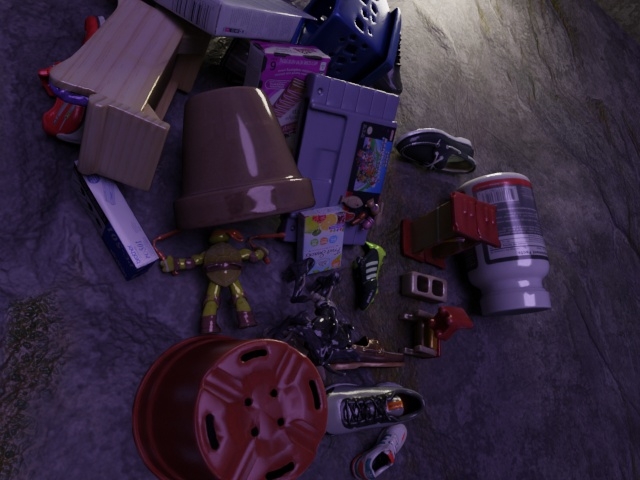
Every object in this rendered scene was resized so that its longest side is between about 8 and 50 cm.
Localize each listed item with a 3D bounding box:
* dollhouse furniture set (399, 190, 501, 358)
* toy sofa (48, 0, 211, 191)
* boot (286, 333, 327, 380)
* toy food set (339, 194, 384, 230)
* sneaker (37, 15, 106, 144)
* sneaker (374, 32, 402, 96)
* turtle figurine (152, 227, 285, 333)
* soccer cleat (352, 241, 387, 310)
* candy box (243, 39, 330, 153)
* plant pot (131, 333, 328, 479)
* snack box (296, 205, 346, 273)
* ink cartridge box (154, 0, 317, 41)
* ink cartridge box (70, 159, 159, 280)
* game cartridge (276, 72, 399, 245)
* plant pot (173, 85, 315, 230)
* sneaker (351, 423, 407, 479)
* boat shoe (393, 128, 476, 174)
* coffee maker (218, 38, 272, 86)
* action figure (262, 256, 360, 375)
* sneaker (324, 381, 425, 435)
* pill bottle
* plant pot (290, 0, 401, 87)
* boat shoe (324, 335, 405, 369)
[{"bbox_3d":[0.316,0.094,1.103,0.152,0.201,0.374,16,65,-26],"label":"dollhouse furniture set"},{"bbox_3d":[-0.330,-0.276,0.805,0.177,0.150,0.362,20,45,-20],"label":"toy sofa"},{"bbox_3d":[-0.043,0.248,0.932,0.087,0.042,0.118,-18,81,-29],"label":"boot"},{"bbox_3d":[0.094,-0.060,1.024,0.122,0.019,0.077,1,109,-30],"label":"toy food set"},{"bbox_3d":[-0.455,-0.312,0.838,0.118,0.107,0.279,5,68,-20],"label":"sneaker"},{"bbox_3d":[0.185,-0.547,1.307,0.101,0.106,0.267,-14,83,-35],"label":"sneaker"},{"bbox_3d":[-0.176,0.064,0.877,0.270,0.087,0.217,-4,76,-28],"label":"turtle figurine"},{"bbox_3d":[0.106,0.082,1.072,0.072,0.060,0.178,26,55,-11],"label":"soccer cleat"},{"bbox_3d":[-0.087,-0.298,0.977,0.159,0.233,0.071,-11,47,-33],"label":"candy box"},{"bbox_3d":[-0.139,0.273,0.724,0.272,0.265,0.272,10,68,-28],"label":"plant pot"},{"bbox_3d":[0.000,0.000,0.989,0.100,0.037,0.141,-10,120,-26],"label":"snack box"},{"bbox_3d":[-0.223,-0.518,0.961,0.324,0.071,0.330,35,31,18],"label":"ink cartridge box"},{"bbox_3d":[-0.365,-0.036,0.795,0.046,0.097,0.207,-31,90,-36],"label":"ink cartridge box"},{"bbox_3d":[0.044,-0.163,1.001,0.230,0.068,0.355,4,107,-27],"label":"game cartridge"},{"bbox_3d":[-0.155,-0.151,0.832,0.263,0.263,0.229,-15,99,-34],"label":"plant pot"},{"bbox_3d":[0.142,0.446,0.950,0.161,0.075,0.057,-25,88,-35],"label":"sneaker"},{"bbox_3d":[0.341,-0.247,1.292,0.303,0.114,0.091,-3,69,-31],"label":"boat shoe"},{"bbox_3d":[-0.127,-0.421,1.063,0.178,0.120,0.171,30,60,-20],"label":"coffee maker"},{"bbox_3d":[-0.014,0.166,0.879,0.164,0.141,0.275,26,30,-21],"label":"action figure"},{"bbox_3d":[0.100,0.345,0.943,0.272,0.108,0.100,2,74,-30],"label":"sneaker"},{"bbox_3d":[0.499,0.016,1.238,0.210,0.210,0.362,5,71,-30],"label":"pill bottle"},{"bbox_3d":[0.069,-0.515,1.152,0.212,0.236,0.235,28,60,-27],"label":"plant pot"},{"bbox_3d":[0.100,0.248,0.996,0.207,0.073,0.073,9,71,-29],"label":"boat shoe"}]
